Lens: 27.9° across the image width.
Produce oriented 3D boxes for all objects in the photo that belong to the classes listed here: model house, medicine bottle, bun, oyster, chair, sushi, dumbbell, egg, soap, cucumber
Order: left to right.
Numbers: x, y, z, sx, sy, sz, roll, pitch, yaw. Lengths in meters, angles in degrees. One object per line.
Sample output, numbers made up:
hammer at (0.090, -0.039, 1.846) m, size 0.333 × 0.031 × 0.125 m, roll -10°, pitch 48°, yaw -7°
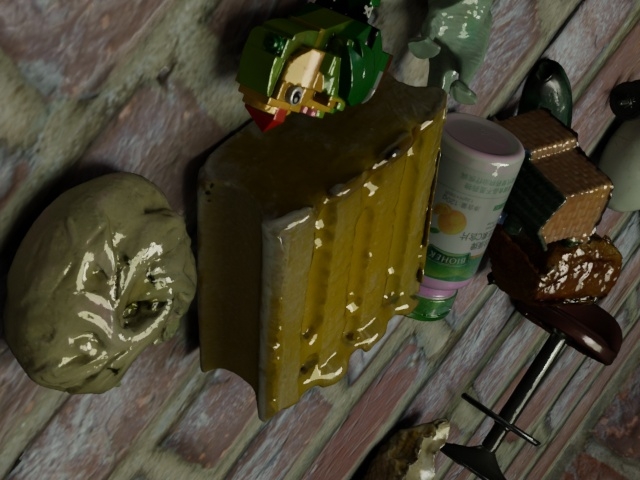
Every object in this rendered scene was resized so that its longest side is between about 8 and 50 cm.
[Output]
bun at (-0.190, 0.050, 1.185) m, size 0.210 × 0.116 × 0.237 m, roll -54°, pitch 154°, yaw -6°
soap at (0.000, 0.000, 1.432) m, size 0.293 × 0.156 × 0.335 m, roll -38°, pitch 150°, yaw -31°
oyster at (0.114, 0.442, 2.245) m, size 0.341 × 0.110 × 0.166 m, roll -57°, pitch 161°, yaw -6°
medicine bottle at (0.169, -0.026, 1.739) m, size 0.133 × 0.133 × 0.274 m, roll -24°, pitch 141°, yaw -50°
model house at (0.291, -0.072, 1.845) m, size 0.172 × 0.183 × 0.166 m, roll -14°, pitch 135°, yaw -36°
chair at (0.394, 0.265, 2.413) m, size 0.401 × 0.226 × 0.226 m, roll -57°, pitch 156°, yaw -3°
sushi at (0.372, 0.036, 2.104) m, size 0.296 × 0.179 × 0.167 m, roll -4°, pitch 118°, yaw -36°
cucumber at (0.350, -0.181, 1.974) m, size 0.115 × 0.063 × 0.244 m, roll -49°, pitch 153°, yaw -18°
dumbbell at (0.548, -0.245, 2.247) m, size 0.147 × 0.069 × 0.069 m, roll -15°, pitch 133°, yaw -56°
egg at (0.589, -0.144, 2.351) m, size 0.209 × 0.151 × 0.151 m, roll -53°, pitch 156°, yaw 5°

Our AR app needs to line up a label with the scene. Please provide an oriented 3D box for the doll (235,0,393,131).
doll at (-0.006, -0.182, 1.253) m, size 0.186 × 0.106 × 0.134 m, roll -32°, pitch 141°, yaw -42°

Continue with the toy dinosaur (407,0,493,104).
toy dinosaur at (0.147, -0.222, 1.472) m, size 0.205 × 0.092 × 0.393 m, roll -75°, pitch 173°, yaw -48°
